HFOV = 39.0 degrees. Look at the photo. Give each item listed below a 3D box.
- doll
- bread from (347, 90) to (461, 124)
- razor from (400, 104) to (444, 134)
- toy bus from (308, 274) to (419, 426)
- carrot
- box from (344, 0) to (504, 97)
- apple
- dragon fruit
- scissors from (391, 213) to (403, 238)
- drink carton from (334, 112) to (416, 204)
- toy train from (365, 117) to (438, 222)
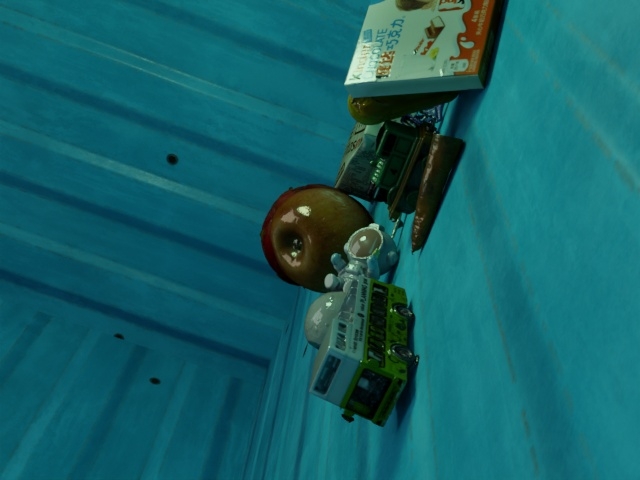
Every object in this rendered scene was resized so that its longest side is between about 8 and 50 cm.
[{"bbox_3d":[0.073,0.099,1.842,0.287,0.151,0.151,-65,2,-16],"label":"doll"},{"bbox_3d":[0.170,-0.297,1.761,0.094,0.245,0.102,113,139,-74],"label":"bread"},{"bbox_3d":[0.275,-0.363,1.851,0.056,0.093,0.324,-8,-51,-54],"label":"razor"},{"bbox_3d":[0.072,0.164,1.450,0.302,0.139,0.113,-76,9,-67],"label":"toy bus"},{"bbox_3d":[0.199,-0.081,1.615,0.057,0.057,0.224,-88,12,-76],"label":"carrot"},{"bbox_3d":[0.198,-0.389,1.682,0.048,0.265,0.273,52,-134,-49],"label":"box"},{"bbox_3d":[0.000,0.000,2.195,0.206,0.272,0.251,-5,-34,-52],"label":"apple"},{"bbox_3d":[-0.020,-0.013,2.479,0.302,0.295,0.296,-97,26,-77],"label":"dragon fruit"},{"bbox_3d":[0.185,-0.091,1.944,0.110,0.021,0.212,127,162,-66],"label":"scissors"},{"bbox_3d":[0.150,-0.263,2.435,0.324,0.132,0.194,120,167,-62],"label":"drink carton"},{"bbox_3d":[0.159,-0.143,1.752,0.091,0.136,0.228,-80,12,-63],"label":"toy train"}]
